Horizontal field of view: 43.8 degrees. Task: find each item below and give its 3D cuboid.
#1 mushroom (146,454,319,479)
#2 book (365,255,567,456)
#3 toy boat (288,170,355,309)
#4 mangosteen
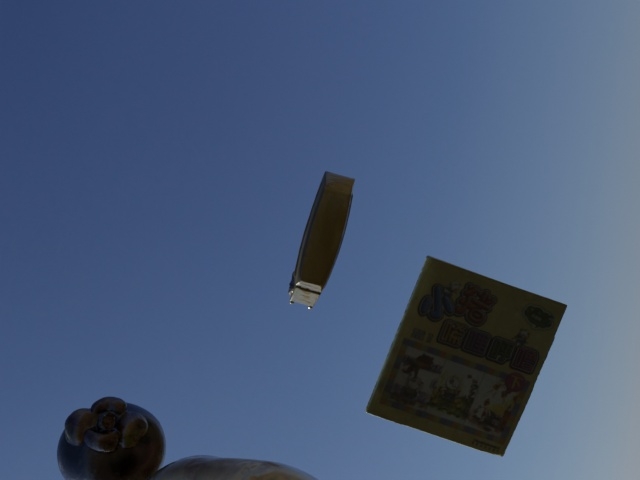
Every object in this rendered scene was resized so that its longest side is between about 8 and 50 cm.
[{"bbox_3d":[-0.103,0.319,0.749,0.260,0.254,0.234,-46,-29,14],"label":"mushroom"},{"bbox_3d":[0.160,0.132,0.883,0.013,0.167,0.192,-99,29,-80],"label":"book"},{"bbox_3d":[0.000,0.000,1.155,0.077,0.057,0.201,166,120,-83],"label":"toy boat"},{"bbox_3d":[-0.254,0.246,0.967,0.140,0.140,0.140,-29,-58,-60],"label":"mangosteen"}]
